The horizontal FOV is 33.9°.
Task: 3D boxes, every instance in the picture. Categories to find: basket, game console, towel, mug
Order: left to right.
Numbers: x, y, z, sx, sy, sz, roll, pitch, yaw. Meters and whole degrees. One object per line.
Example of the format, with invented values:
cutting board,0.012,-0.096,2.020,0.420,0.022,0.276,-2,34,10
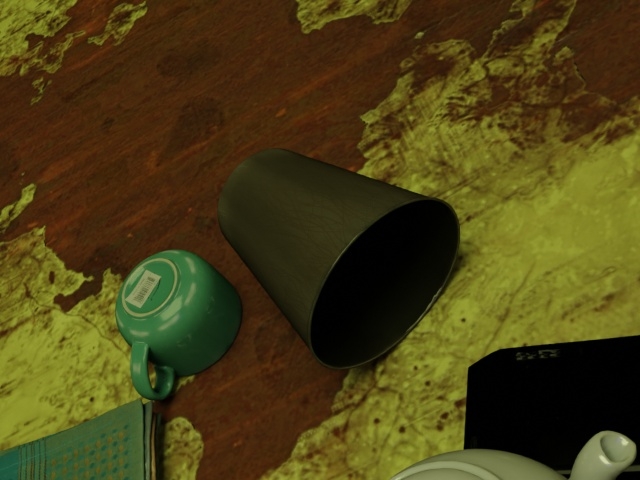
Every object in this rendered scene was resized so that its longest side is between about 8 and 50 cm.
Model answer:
towel,-0.281,0.373,1.101,0.271,0.040,0.370,-21,52,19
mug,-0.166,0.086,1.187,0.129,0.097,0.158,-26,49,13
basket,0.000,0.000,1.117,0.204,0.154,0.227,-48,44,-9
game console,0.222,0.249,0.877,0.213,0.044,0.362,-10,55,26

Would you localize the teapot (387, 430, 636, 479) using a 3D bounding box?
teapot,0.097,0.258,0.784,0.252,0.187,0.256,8,62,40
